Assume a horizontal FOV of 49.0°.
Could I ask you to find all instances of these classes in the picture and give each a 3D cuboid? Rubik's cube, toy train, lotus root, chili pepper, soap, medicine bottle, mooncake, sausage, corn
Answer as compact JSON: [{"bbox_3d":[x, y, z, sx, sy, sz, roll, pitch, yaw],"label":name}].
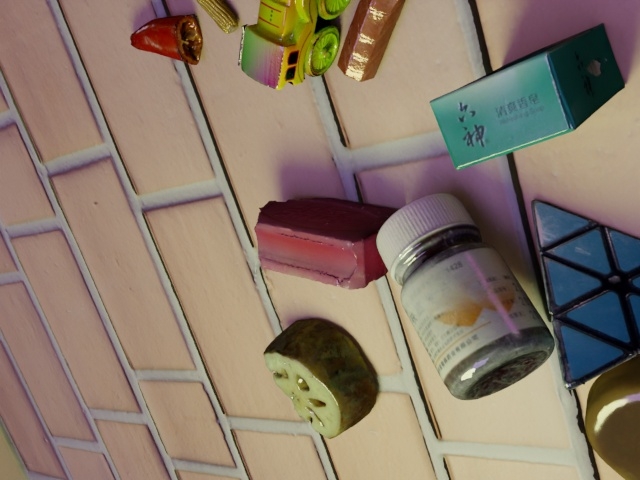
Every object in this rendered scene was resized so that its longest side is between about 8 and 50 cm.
[{"bbox_3d":[0.396,0.101,0.975,0.228,0.229,0.233,-64,23,0],"label":"Rubik's cube"},{"bbox_3d":[-0.027,-0.369,1.027,0.100,0.160,0.296,33,129,26],"label":"toy train"},{"bbox_3d":[0.007,0.262,1.356,0.235,0.119,0.138,52,137,3],"label":"lotus root"},{"bbox_3d":[-0.294,-0.368,1.289,0.169,0.065,0.088,13,117,37],"label":"chili pepper"},{"bbox_3d":[0.000,0.000,1.194,0.250,0.162,0.099,11,119,32],"label":"soap"},{"bbox_3d":[0.203,0.079,1.028,0.165,0.165,0.273,-55,51,40],"label":"medicine bottle"},{"bbox_3d":[0.508,0.258,0.990,0.235,0.117,0.234,9,115,21],"label":"mooncake"},{"bbox_3d":[0.079,-0.322,1.036,0.065,0.065,0.169,35,128,16],"label":"sausage"},{"bbox_3d":[-0.176,-0.393,1.200,0.092,0.037,0.037,52,132,4],"label":"corn"}]

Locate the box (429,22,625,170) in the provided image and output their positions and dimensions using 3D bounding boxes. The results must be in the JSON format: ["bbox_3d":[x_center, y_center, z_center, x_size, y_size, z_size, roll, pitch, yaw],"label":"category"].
[{"bbox_3d":[0.260,-0.180,0.860,0.153,0.245,0.092,-17,100,39],"label":"box"}]
